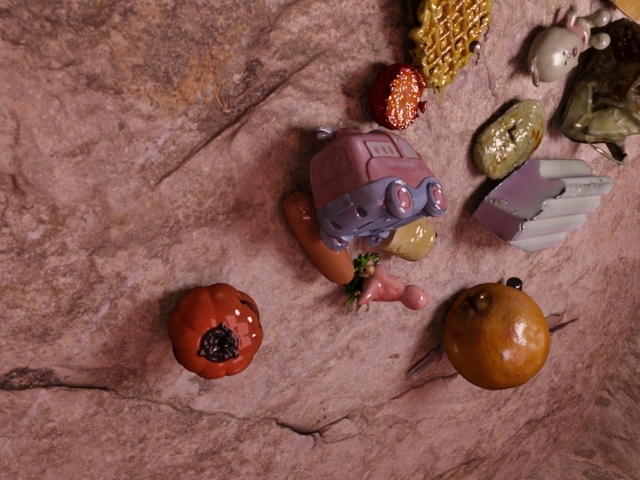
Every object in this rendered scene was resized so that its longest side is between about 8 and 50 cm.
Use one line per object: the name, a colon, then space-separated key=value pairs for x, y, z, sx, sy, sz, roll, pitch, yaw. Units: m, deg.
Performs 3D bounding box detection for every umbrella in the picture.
umbrella: x=0.665 y=0.246 z=2.070 sx=0.090 sy=0.094 sz=0.326 roll=-59 pitch=148 yaw=-37

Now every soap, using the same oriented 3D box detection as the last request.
soap: x=0.648 y=-0.103 z=1.731 sx=0.446 sy=0.156 sz=0.261 roll=-9 pitch=138 yaw=-45

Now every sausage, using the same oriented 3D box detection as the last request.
sausage: x=-0.001 y=-0.001 z=1.301 sx=0.086 sy=0.086 sz=0.289 roll=-45 pitch=138 yaw=-10

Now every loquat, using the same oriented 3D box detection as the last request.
loquat: x=0.535 y=0.293 z=1.815 sx=0.328 sy=0.328 sz=0.328 roll=-23 pitch=130 yaw=-30

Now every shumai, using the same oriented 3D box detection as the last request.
shumai: x=0.855 y=-0.396 z=1.676 sx=0.348 sy=0.395 sz=0.395 roll=-41 pitch=144 yaw=25

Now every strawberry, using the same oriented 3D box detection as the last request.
strawberry: x=0.156 y=-0.303 z=1.242 sx=0.145 sy=0.086 sz=0.145 roll=-25 pitch=133 yaw=-30

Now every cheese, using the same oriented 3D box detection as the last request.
cheese: x=0.209 y=-0.017 z=1.476 sx=0.167 sy=0.094 sz=0.123 roll=24 pitch=101 yaw=-48

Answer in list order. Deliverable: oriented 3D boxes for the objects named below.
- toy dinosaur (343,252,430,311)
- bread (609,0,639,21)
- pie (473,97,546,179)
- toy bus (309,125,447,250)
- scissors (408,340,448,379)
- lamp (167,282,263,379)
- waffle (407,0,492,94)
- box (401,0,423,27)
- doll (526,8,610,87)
toy dinosaur: x=0.154 y=0.134 z=1.464 sx=0.194 sy=0.177 sz=0.152 roll=7 pitch=111 yaw=-43
bread: x=0.817 y=-0.688 z=1.547 sx=0.288 sy=0.152 sz=0.119 roll=4 pitch=157 yaw=-44
pie: x=0.522 y=-0.263 z=1.601 sx=0.248 sy=0.090 sz=0.201 roll=-40 pitch=140 yaw=-11
toy bus: x=0.105 y=-0.122 z=1.218 sx=0.197 sy=0.232 sz=0.294 roll=-28 pitch=167 yaw=39
scissors: x=0.380 y=0.382 z=1.945 sx=0.242 sy=0.030 sz=0.118 roll=-29 pitch=132 yaw=-28
lamp: x=-0.209 y=0.175 z=1.176 sx=0.187 sy=0.164 sz=0.188 roll=-5 pitch=107 yaw=-17
waffle: x=0.272 y=-0.449 z=1.241 sx=0.262 sy=0.060 sz=0.280 roll=-12 pitch=133 yaw=-44
box: x=0.240 y=-0.536 z=1.207 sx=0.193 sy=0.030 sz=0.121 roll=-40 pitch=136 yaw=-16
doll: x=0.620 y=-0.494 z=1.530 sx=0.275 sy=0.113 sz=0.155 roll=-34 pitch=126 yaw=-11
